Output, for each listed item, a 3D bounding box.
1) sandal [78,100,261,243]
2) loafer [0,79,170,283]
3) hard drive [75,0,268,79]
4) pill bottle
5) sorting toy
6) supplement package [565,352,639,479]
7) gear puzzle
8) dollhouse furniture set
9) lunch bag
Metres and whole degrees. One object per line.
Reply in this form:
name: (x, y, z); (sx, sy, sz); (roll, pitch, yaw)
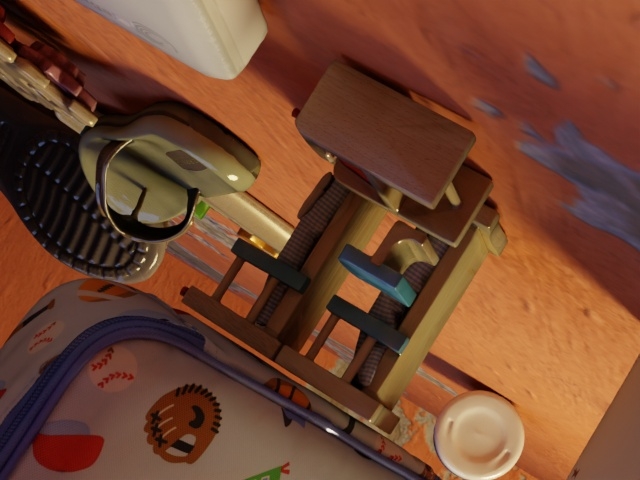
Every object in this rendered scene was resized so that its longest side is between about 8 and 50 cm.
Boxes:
sandal: (-0.144, -0.046, 1.034); (0.120, 0.086, 0.303); (28, 168, -16)
loafer: (-0.294, -0.094, 1.418); (0.366, 0.134, 0.130); (41, -158, 17)
hard drive: (-0.130, -0.165, 0.429); (0.203, 0.040, 0.307); (31, 173, 11)
pill bottle: (0.201, 0.254, 1.613); (0.112, 0.112, 0.186); (31, 173, 9)
sorting toy: (-0.119, -0.038, 1.270); (0.307, 0.041, 0.229); (37, 172, -33)
supplement package: (0.239, 0.139, 0.658); (0.179, 0.105, 0.105); (32, 173, -4)
gear puzzle: (-0.308, -0.210, 0.932); (0.339, 0.044, 0.175); (40, 172, -33)
dollhouse furniture set: (0.000, 0.000, 0.629); (0.129, 0.129, 0.183); (30, 174, 19)
lunch bag: (-0.073, 0.181, 0.667); (0.303, 0.243, 0.115); (37, 173, -30)
